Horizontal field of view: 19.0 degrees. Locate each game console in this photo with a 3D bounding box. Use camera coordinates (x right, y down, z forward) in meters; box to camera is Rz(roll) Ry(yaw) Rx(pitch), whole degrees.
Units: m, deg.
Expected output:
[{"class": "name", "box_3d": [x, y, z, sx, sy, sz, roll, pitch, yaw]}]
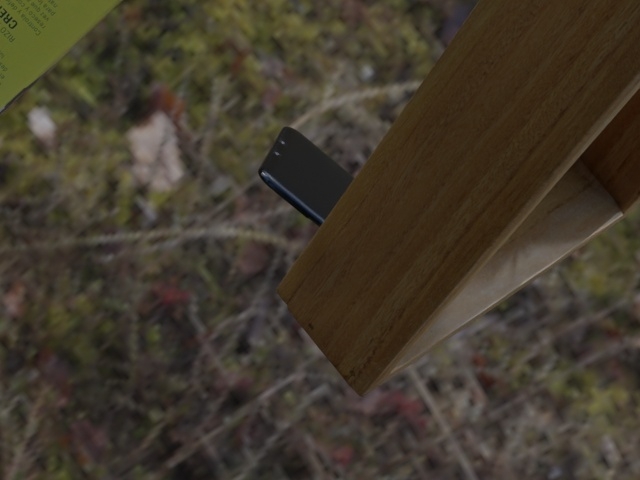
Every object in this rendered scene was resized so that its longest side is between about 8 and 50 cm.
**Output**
[{"class": "game console", "box_3d": [0.000, 0.000, 1.127, 0.071, 0.107, 0.122, 8, 18, 5]}]

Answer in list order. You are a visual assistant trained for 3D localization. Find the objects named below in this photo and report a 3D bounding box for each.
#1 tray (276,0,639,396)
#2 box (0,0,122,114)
[{"class": "tray", "box_3d": [0.138, -0.096, 0.778, 0.203, 0.411, 0.076, -32, 77, -35]}, {"class": "box", "box_3d": [-0.081, -0.122, 0.718, 0.058, 0.232, 0.087, 46, 24, -9]}]
